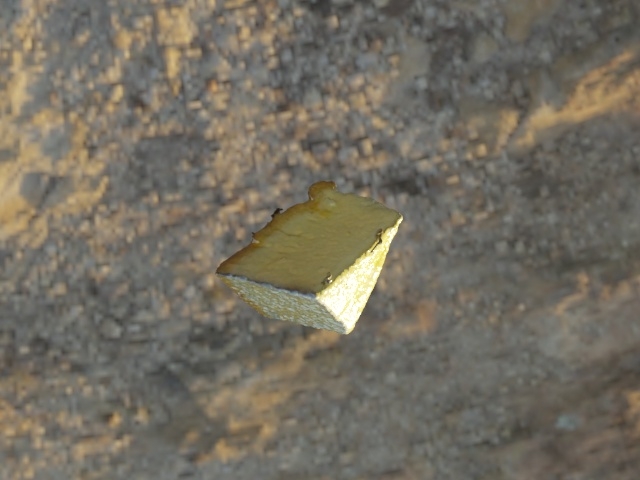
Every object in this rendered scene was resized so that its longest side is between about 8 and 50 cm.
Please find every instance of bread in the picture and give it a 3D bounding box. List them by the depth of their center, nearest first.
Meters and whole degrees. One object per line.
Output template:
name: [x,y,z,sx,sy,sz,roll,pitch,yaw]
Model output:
bread: [0.000,0.000,0.987,0.084,0.109,0.080,16,161,27]
